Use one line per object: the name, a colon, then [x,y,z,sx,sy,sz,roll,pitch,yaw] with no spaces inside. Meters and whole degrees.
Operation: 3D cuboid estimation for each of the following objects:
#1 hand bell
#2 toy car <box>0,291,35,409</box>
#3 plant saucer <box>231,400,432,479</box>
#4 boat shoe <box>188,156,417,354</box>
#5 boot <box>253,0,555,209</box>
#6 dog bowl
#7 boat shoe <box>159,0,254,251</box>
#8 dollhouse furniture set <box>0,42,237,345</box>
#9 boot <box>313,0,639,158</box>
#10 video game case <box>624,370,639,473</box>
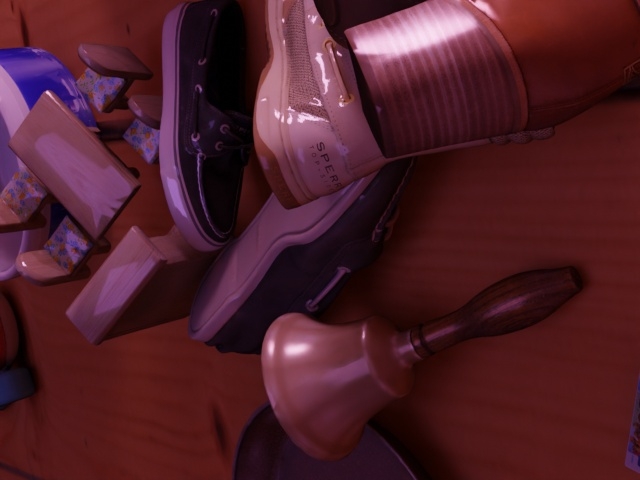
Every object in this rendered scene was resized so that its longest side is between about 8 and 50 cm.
hand bell: [0.087,0.074,0.843,0.242,0.126,0.126,-25,83,31]
toy car: [-0.548,0.153,1.508,0.210,0.238,0.219,-27,82,50]
plant saucer: [0.031,0.283,1.026,0.311,0.050,0.310,21,120,44]
boat shoe: [0.000,0.000,0.944,0.335,0.096,0.112,-44,33,44]
boot: [0.064,-0.146,0.784,0.204,0.262,0.095,-13,133,18]
dog bowl: [-0.363,-0.091,1.309,0.265,0.104,0.264,21,119,44]
boat shoe: [-0.090,-0.106,0.991,0.076,0.080,0.228,-9,78,34]
dollhouse furniture set: [-0.215,-0.035,1.055,0.242,0.161,0.212,45,110,13]
boot: [0.105,-0.179,0.658,0.109,0.220,0.283,75,177,-46]
video game case: [0.249,0.115,0.739,0.087,0.011,0.122,24,120,42]
